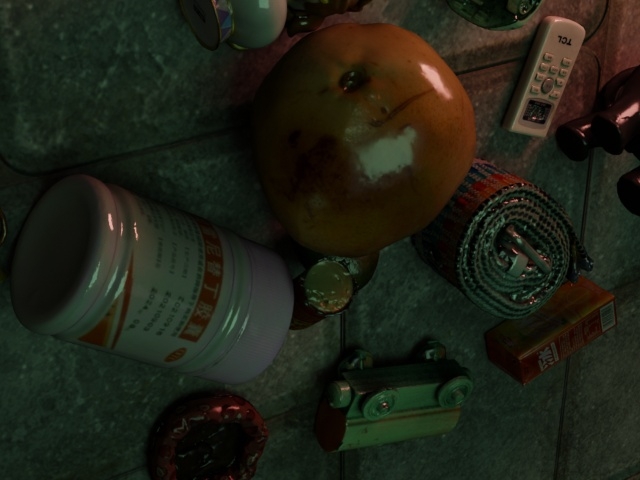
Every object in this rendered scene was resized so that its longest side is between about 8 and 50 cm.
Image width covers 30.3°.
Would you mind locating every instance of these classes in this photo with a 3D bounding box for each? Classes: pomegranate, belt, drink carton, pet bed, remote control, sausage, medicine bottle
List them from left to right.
[{"bbox_3d":[-0.208,0.056,1.501,0.316,0.202,0.202,21,101,-41],"label":"medicine bottle"},{"bbox_3d":[-0.168,0.315,1.769,0.201,0.053,0.201,-20,129,-26],"label":"pet bed"},{"bbox_3d":[-0.017,0.082,1.648,0.083,0.264,0.083,3,78,-13],"label":"sausage"},{"bbox_3d":[0.049,-0.128,1.535,0.319,0.319,0.319,-16,122,-28],"label":"pomegranate"},{"bbox_3d":[0.286,0.010,1.852,0.207,0.160,0.295,-48,131,-4],"label":"belt"},{"bbox_3d":[0.350,-0.254,1.842,0.087,0.029,0.190,8,109,-38],"label":"remote control"},{"bbox_3d":[0.402,0.154,2.056,0.223,0.096,0.071,-30,128,-20],"label":"drink carton"}]

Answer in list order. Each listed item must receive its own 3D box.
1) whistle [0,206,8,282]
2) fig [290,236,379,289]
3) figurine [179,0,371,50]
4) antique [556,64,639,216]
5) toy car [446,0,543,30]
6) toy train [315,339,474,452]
[{"bbox_3d":[-0.407,0.000,1.438,0.057,0.046,0.109,-11,115,-14],"label":"whistle"},{"bbox_3d":[0.000,0.000,1.688,0.177,0.117,0.117,30,95,-26],"label":"fig"},{"bbox_3d":[-0.039,-0.324,1.461,0.263,0.142,0.189,-26,158,-24],"label":"figurine"},{"bbox_3d":[0.567,-0.170,1.847,0.255,0.322,0.185,-30,145,-19],"label":"antique"},{"bbox_3d":[0.306,-0.418,1.660,0.306,0.136,0.125,-53,153,2],"label":"toy car"},{"bbox_3d":[0.119,0.265,1.917,0.285,0.116,0.177,-3,128,-35],"label":"toy train"}]
